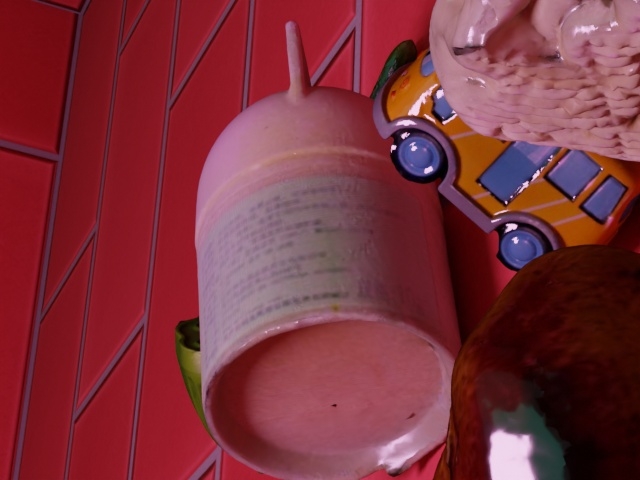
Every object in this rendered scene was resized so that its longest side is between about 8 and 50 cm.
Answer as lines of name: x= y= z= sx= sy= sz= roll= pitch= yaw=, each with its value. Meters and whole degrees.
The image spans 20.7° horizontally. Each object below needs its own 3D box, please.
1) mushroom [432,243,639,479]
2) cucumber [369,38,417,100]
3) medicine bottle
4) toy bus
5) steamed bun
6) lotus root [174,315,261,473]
mushroom: x=0.194 y=0.176 z=0.964 sx=0.345 sy=0.259 sz=0.346 roll=31 pitch=126 yaw=54
cucumber: x=0.067 y=-0.145 z=1.882 sx=0.037 sy=0.037 sz=0.155 roll=-108 pitch=37 yaw=-58
medicine bottle: x=0.000 y=0.000 z=1.650 sx=0.406 sy=0.235 sz=0.236 roll=-96 pitch=27 yaw=-45
toy bus: x=0.154 y=-0.082 z=1.313 sx=0.136 sy=0.209 sz=0.126 roll=-49 pitch=1 yaw=38
steamed bun: x=0.222 y=-0.181 z=1.104 sx=0.320 sy=0.275 sz=0.206 roll=-1 pitch=68 yaw=32
lotus root: x=-0.063 y=0.170 z=1.864 sx=0.186 sy=0.186 sz=0.186 roll=-165 pitch=90 yaw=-72
